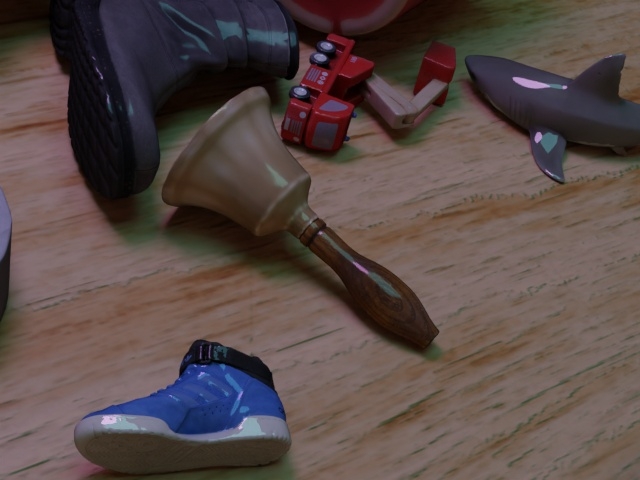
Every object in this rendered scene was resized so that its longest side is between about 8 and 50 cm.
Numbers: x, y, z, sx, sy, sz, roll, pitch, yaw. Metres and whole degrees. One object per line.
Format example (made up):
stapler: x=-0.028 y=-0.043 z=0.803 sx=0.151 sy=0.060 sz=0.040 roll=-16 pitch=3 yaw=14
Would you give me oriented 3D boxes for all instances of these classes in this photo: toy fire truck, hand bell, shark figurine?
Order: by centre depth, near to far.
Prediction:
hand bell: x=0.000 y=0.000 z=0.982 sx=0.242 sy=0.126 sz=0.126 roll=42 pitch=46 yaw=10
toy fire truck: x=0.050 y=-0.142 z=1.173 sx=0.135 sy=0.047 sz=0.192 roll=20 pitch=41 yaw=4
shark figurine: x=0.300 y=-0.147 z=1.213 sx=0.278 sy=0.116 sz=0.166 roll=1 pitch=45 yaw=-14

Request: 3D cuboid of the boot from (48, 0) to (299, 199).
boot: x=-0.117 y=-0.166 z=1.092 sx=0.222 sy=0.118 sz=0.338 roll=0 pitch=43 yaw=-20

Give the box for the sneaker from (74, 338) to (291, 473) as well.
sneaker: x=-0.099 y=0.111 z=0.841 sx=0.152 sy=0.058 sz=0.085 roll=2 pitch=49 yaw=-22

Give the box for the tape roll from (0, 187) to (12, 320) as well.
tape roll: x=-0.335 y=0.008 z=0.869 sx=0.219 sy=0.072 sz=0.219 roll=9 pitch=42 yaw=-8

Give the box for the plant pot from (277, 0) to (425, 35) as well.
plant pot: x=0.058 y=-0.351 z=1.246 sx=0.274 sy=0.275 sz=0.243 roll=27 pitch=47 yaw=11
